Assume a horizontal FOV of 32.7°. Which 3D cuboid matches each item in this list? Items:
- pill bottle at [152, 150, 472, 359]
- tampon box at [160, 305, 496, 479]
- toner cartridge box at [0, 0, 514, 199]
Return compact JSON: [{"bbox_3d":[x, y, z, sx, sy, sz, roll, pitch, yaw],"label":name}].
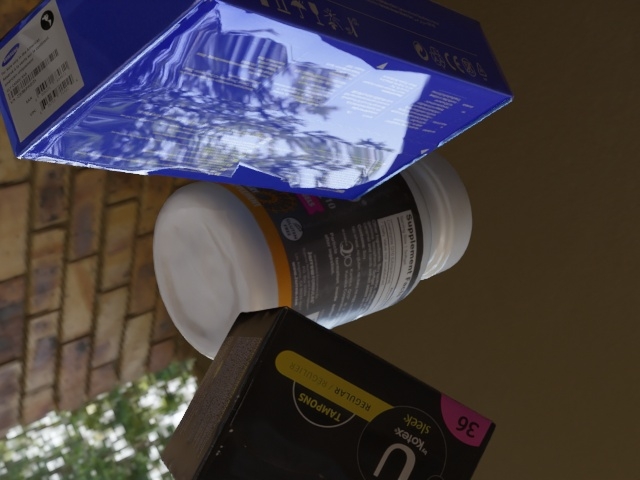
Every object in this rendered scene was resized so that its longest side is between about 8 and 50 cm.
[{"bbox_3d":[0.000,0.000,1.004,0.162,0.278,0.162,21,-61,44],"label":"pill bottle"},{"bbox_3d":[-0.004,0.106,0.580,0.120,0.101,0.161,29,-10,-9],"label":"tampon box"},{"bbox_3d":[-0.025,-0.107,0.723,0.165,0.348,0.075,-31,-109,30],"label":"toner cartridge box"}]
